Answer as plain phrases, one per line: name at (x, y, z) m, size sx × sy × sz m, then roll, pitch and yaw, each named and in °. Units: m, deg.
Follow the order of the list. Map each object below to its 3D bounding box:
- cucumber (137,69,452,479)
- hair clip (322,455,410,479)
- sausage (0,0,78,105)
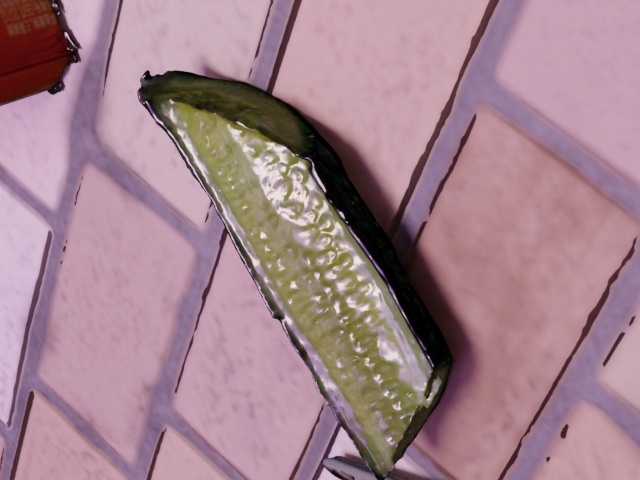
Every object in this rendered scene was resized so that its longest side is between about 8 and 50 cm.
cucumber at (0.000, 0.000, 0.691) m, size 0.070 × 0.046 × 0.220 m, roll -32°, pitch 90°, yaw 46°
hair clip at (0.064, 0.136, 0.713) m, size 0.173 × 0.049 × 0.049 m, roll 1°, pitch 113°, yaw 42°
sausage at (-0.239, -0.072, 0.717) m, size 0.083 × 0.264 × 0.083 m, roll 19°, pitch 121°, yaw 36°
